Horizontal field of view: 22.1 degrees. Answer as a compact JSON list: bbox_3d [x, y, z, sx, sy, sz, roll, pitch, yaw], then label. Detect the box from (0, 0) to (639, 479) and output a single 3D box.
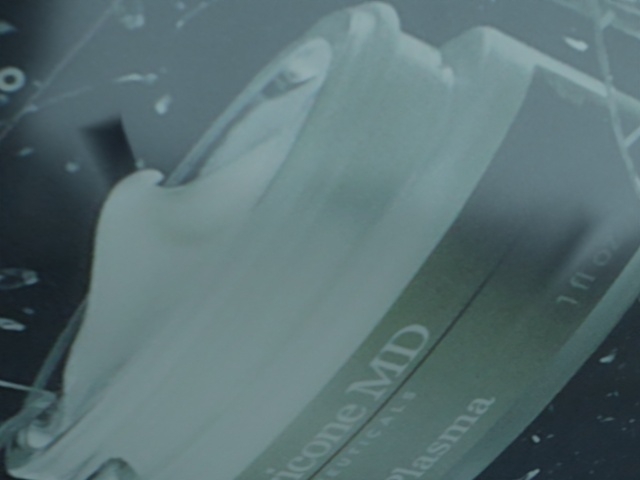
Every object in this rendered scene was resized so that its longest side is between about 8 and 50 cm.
[{"bbox_3d":[-0.067,0.018,0.620,0.471,0.297,0.480,28,114,-40],"label":"box"}]
